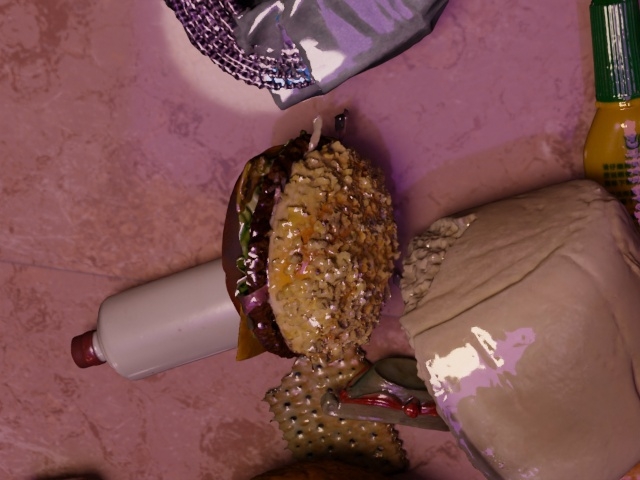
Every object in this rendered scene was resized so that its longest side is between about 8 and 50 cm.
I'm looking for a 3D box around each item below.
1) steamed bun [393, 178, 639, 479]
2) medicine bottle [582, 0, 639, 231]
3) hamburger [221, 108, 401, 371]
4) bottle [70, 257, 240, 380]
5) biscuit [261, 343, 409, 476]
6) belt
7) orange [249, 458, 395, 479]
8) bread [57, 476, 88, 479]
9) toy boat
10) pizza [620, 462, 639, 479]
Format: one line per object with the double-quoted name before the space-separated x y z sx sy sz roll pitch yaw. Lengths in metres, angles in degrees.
"steamed bun" 0.218 0.112 0.837 0.274 0.272 0.290 -32 114 26
"medicine bottle" 0.314 -0.120 0.874 0.095 0.064 0.260 -8 109 17
"hamburger" 0.000 0.000 0.858 0.139 0.243 0.261 3 108 23
"bottle" -0.169 0.093 0.968 0.245 0.104 0.104 -19 107 10
"biscuit" 0.014 0.219 1.043 0.144 0.016 0.203 -21 107 11
"belt" 0.005 -0.289 0.815 0.325 0.122 0.260 -30 97 11
"orange" 0.011 0.416 0.955 0.357 0.322 0.322 40 108 -15
"bread" -0.318 0.415 1.055 0.133 0.179 0.250 -5 109 2
"toy boat" 0.095 0.181 0.988 0.185 0.089 0.071 10 120 -15
"pizza" 0.398 0.238 0.989 0.366 0.074 0.182 -7 110 8
